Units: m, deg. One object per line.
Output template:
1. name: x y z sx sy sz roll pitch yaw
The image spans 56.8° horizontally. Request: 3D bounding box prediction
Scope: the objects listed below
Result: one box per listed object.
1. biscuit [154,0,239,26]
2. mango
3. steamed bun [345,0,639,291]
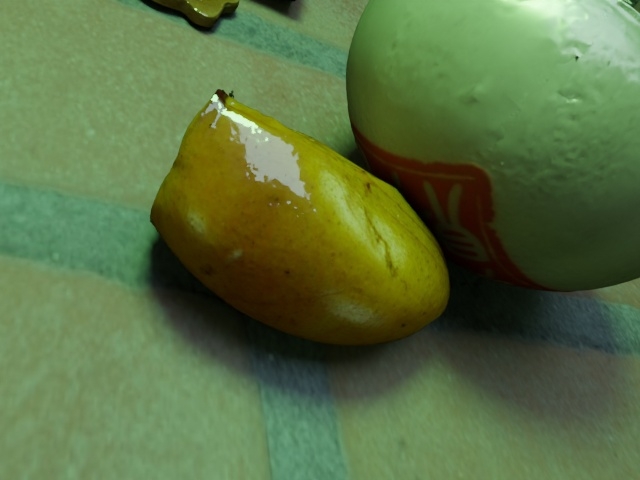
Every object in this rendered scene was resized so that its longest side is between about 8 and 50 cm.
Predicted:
1. biscuit: -0.159 -0.298 0.711 0.140 0.023 0.118 -8 59 -41
2. mango: 0.000 0.000 0.477 0.257 0.138 0.187 36 20 -10
3. steamed bun: 0.174 -0.097 0.581 0.374 0.241 0.374 43 10 -10
